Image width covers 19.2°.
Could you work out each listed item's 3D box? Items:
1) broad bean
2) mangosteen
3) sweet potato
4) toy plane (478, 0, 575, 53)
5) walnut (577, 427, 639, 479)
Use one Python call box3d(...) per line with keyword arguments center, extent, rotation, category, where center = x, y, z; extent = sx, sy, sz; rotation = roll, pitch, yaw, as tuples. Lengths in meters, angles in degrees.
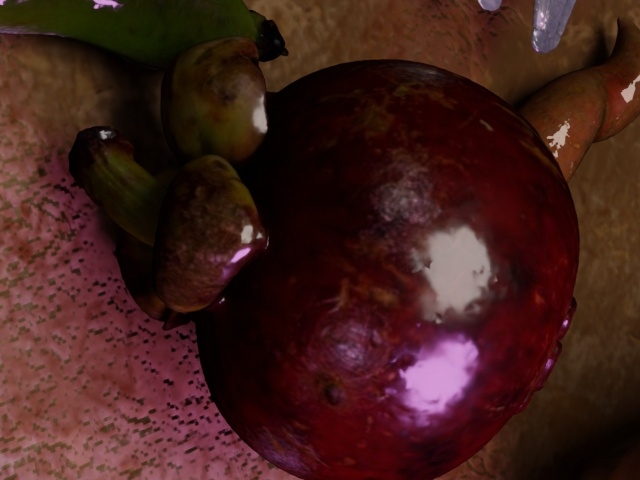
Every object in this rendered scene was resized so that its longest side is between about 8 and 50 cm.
box3d(center=(-0.136, -0.132, 0.904), extent=(0.339, 0.061, 0.077), rotation=(9, 92, -38), category="broad bean")
box3d(center=(0.000, 0.000, 0.927), extent=(0.257, 0.215, 0.215), rotation=(28, 67, -8), category="mangosteen")
box3d(center=(0.145, -0.066, 1.134), extent=(0.055, 0.058, 0.202), rotation=(49, 58, -1), category="sweet potato")
box3d(center=(0.158, -0.246, 1.145), extent=(0.267, 0.088, 0.212), rotation=(-32, 108, -45), category="toy plane")
box3d(center=(0.309, 0.217, 1.071), extent=(0.383, 0.383, 0.384), rotation=(3, 85, -39), category="walnut")
